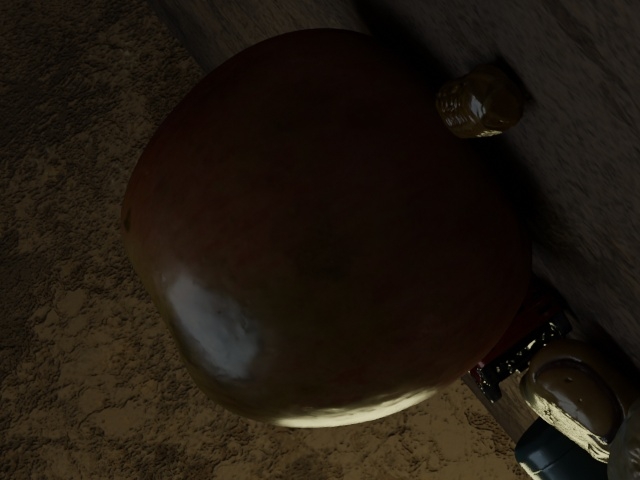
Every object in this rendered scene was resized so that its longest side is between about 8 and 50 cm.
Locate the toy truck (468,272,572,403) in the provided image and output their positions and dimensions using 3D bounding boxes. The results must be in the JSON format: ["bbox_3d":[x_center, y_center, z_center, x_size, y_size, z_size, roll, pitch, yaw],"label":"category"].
[{"bbox_3d":[0.188,0.089,2.034,0.114,0.107,0.252,55,178,12],"label":"toy truck"}]

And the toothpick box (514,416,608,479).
[{"bbox_3d":[0.314,0.265,2.152,0.184,0.120,0.120,49,176,-2],"label":"toothpick box"}]

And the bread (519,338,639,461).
[{"bbox_3d":[0.267,0.158,1.930,0.134,0.081,0.225,39,176,9],"label":"bread"}]

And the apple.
[{"bbox_3d":[0.000,0.000,1.737,0.364,0.364,0.364,51,176,4],"label":"apple"}]

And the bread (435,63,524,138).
[{"bbox_3d":[0.119,-0.103,1.460,0.052,0.044,0.157,54,176,-3],"label":"bread"}]

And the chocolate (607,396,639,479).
[{"bbox_3d":[0.340,0.246,1.571,0.309,0.134,0.134,52,176,-15],"label":"chocolate"}]
